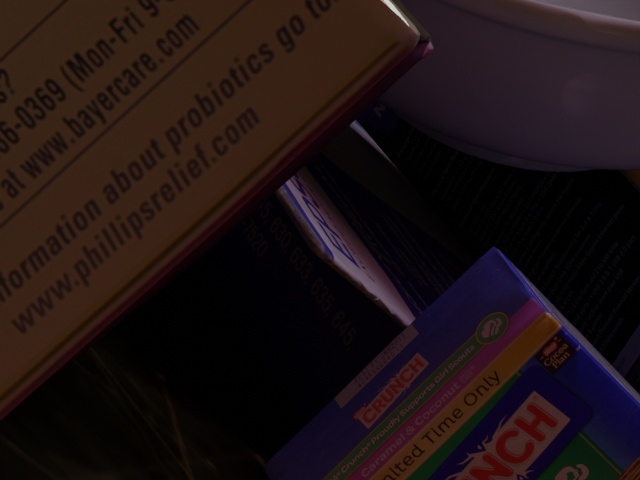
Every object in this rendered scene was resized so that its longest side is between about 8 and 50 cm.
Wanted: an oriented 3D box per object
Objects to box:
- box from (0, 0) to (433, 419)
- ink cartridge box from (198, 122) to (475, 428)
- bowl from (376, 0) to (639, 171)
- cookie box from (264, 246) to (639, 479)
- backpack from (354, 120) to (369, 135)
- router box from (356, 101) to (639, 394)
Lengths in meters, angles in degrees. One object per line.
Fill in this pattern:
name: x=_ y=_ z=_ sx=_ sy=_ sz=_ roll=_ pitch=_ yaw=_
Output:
box: x=-0.098 y=-0.094 z=0.427 sx=0.243 sy=0.117 sz=0.213 roll=49 pitch=7 yaw=-2
ink cartridge box: x=0.000 y=0.000 z=0.737 sx=0.307 sy=0.072 sz=0.304 roll=37 pitch=13 yaw=-45
bowl: x=0.087 y=-0.119 z=0.709 sx=0.298 sy=0.297 sz=0.134 roll=53 pitch=-33 yaw=34
cookie box: x=0.053 y=0.070 z=0.556 sx=0.107 sy=0.092 sz=0.040 roll=43 pitch=5 yaw=-33
backpack: x=-0.004 y=-0.074 z=0.960 sx=0.114 sy=0.105 sz=0.084 roll=50 pitch=12 yaw=-18
router box: x=0.201 y=-0.008 z=0.843 sx=0.308 sy=0.081 sz=0.243 roll=-4 pitch=44 yaw=-43
